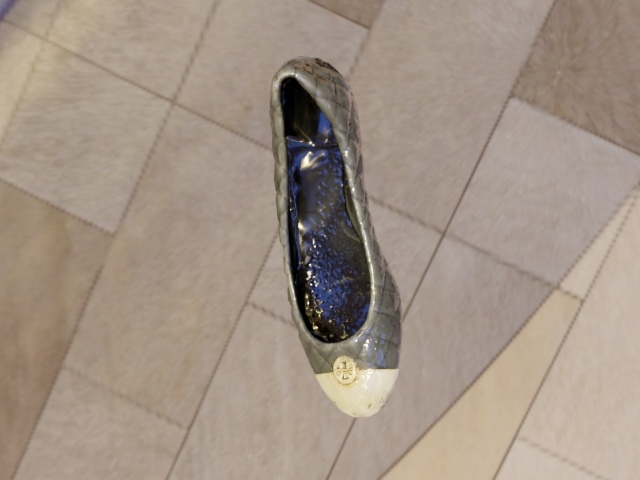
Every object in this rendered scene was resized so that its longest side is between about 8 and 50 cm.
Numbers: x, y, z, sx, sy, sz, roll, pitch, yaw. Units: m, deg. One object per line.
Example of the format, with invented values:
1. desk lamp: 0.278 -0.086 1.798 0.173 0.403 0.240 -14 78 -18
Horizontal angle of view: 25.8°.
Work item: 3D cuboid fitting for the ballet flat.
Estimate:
1. ballet flat: 0.000 0.000 0.657 0.057 0.049 0.173 -10 92 24
